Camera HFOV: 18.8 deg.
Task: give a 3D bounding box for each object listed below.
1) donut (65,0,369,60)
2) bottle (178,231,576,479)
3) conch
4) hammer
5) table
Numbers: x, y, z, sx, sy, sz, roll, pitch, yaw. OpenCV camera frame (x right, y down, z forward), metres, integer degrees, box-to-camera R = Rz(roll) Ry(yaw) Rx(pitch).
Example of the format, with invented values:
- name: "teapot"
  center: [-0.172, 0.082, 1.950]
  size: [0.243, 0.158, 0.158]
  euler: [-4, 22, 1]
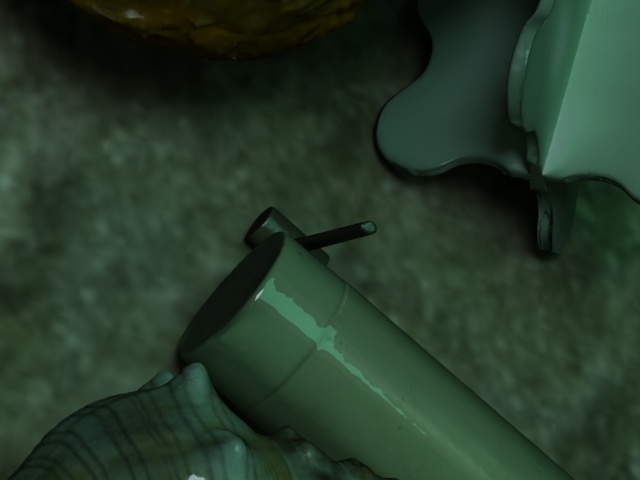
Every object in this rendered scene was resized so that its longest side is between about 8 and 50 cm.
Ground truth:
- name: "donut"
  center: [-0.036, -0.214, 0.823]
  size: [0.330, 0.160, 0.330]
  euler: [5, 55, -7]
- name: "bottle"
  center: [0.036, 0.086, 0.826]
  size: [0.201, 0.072, 0.072]
  euler: [41, 53, -12]
- name: "conch"
  center: [-0.074, 0.128, 0.720]
  size: [0.234, 0.114, 0.137]
  euler: [-28, 74, -4]
- name: "hammer"
  center: [0.000, 0.000, 0.817]
  size: [0.035, 0.110, 0.019]
  euler: [41, 75, -12]
- name: "table"
  center: [0.124, -0.108, 0.925]
  size: [0.167, 0.166, 0.198]
  euler: [28, 64, -21]
